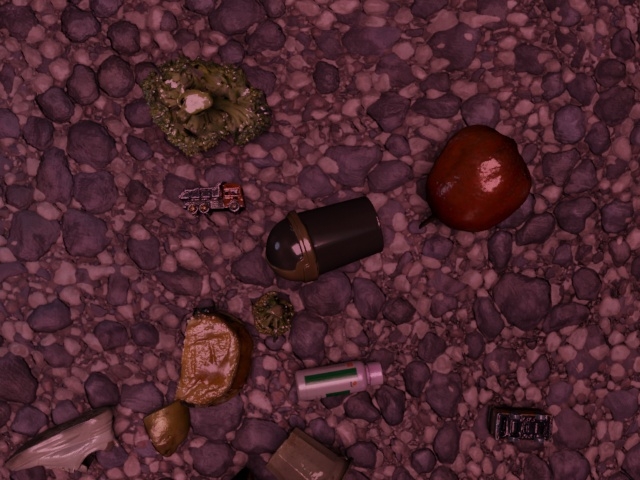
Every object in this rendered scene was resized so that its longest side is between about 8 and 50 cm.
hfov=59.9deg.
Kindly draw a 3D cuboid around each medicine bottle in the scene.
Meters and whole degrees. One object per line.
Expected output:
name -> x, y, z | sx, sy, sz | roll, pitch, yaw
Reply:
medicine bottle -> 0.055, 0.416, 1.664 | 0.259, 0.095, 0.095 | -9, 90, -2

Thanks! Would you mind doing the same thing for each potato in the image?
potato -> -0.436, 0.558, 1.640 | 0.120, 0.081, 0.149 | -27, 91, -1

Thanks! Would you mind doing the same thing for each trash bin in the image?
trash bin -> 0.000, 0.000, 1.608 | 0.333, 0.214, 0.214 | -17, 91, -6

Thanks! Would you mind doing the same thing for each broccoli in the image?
broccoli -> -0.327, -0.360, 1.568 | 0.374, 0.302, 0.249 | 18, 127, -8
broccoli -> -0.140, 0.219, 1.642 | 0.130, 0.120, 0.131 | 47, 62, 5

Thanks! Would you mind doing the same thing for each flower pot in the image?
flower pot -> -0.038, 0.659, 1.621 | 0.202, 0.212, 0.212 | 39, 87, 12

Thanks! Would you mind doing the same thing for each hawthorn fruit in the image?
hawthorn fruit -> 0.428, -0.154, 1.622 | 0.285, 0.285, 0.369 | 45, 110, -2

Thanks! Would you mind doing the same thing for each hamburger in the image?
hamburger -> -0.304, 0.342, 1.623 | 0.210, 0.132, 0.309 | 10, 89, -4

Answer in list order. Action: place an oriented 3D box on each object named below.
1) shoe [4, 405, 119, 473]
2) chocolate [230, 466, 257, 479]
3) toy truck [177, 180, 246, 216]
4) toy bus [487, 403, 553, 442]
shoe -> -0.727, 0.613, 1.606 | 0.316, 0.124, 0.159 | -27, 98, -4
chocolate -> -0.224, 0.852, 1.586 | 0.210, 0.225, 0.340 | 34, 91, -10
toy truck -> -0.320, -0.122, 1.652 | 0.191, 0.083, 0.093 | -4, 84, -3
toy bus -> 0.601, 0.556, 1.692 | 0.181, 0.103, 0.092 | 5, 89, -9
